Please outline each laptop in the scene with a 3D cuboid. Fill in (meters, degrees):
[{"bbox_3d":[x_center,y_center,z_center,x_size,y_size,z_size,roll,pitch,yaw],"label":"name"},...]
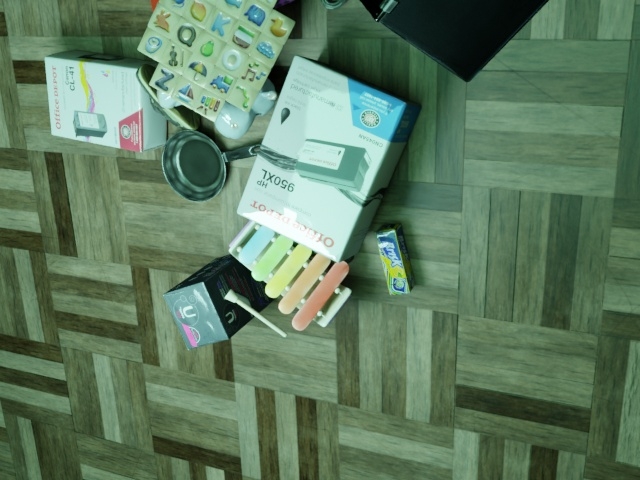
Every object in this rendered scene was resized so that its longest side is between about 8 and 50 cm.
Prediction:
[{"bbox_3d":[0.266,-0.617,1.544,0.382,0.236,0.408,-46,67,30],"label":"laptop"}]

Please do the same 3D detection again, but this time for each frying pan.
[{"bbox_3d":[-0.290,-0.234,1.969,0.326,0.053,0.197,-36,93,29],"label":"frying pan"}]

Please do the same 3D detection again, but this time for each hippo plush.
[{"bbox_3d":[-0.229,-0.381,1.830,0.236,0.234,0.294,42,79,-15],"label":"hippo plush"}]

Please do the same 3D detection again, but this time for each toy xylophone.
[{"bbox_3d":[-0.091,0.102,1.849,0.322,0.081,0.236,31,84,-4],"label":"toy xylophone"}]

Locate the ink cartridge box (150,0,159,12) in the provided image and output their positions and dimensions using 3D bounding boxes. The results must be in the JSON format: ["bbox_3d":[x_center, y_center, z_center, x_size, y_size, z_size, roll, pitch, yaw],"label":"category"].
[{"bbox_3d":[-0.354,-0.599,1.743,0.232,0.066,0.189,-37,57,35],"label":"ink cartridge box"}]

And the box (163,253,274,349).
[{"bbox_3d":[-0.260,0.148,1.971,0.143,0.270,0.165,-18,101,29],"label":"box"}]

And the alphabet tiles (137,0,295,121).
[{"bbox_3d":[-0.231,-0.452,1.646,0.285,0.011,0.343,29,107,-4],"label":"alphabet tiles"}]

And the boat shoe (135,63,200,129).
[{"bbox_3d":[-0.400,-0.357,1.909,0.073,0.080,0.223,-10,144,32],"label":"boat shoe"}]

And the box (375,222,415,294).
[{"bbox_3d":[0.186,0.046,1.849,0.054,0.059,0.169,-9,105,25],"label":"box"}]

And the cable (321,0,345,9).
[{"bbox_3d":[0.075,-0.657,1.654,0.139,0.072,0.287,9,126,3],"label":"cable"}]

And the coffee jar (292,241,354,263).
[{"bbox_3d":[0.000,0.000,1.906,0.184,0.079,0.096,13,115,21],"label":"coffee jar"}]

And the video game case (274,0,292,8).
[{"bbox_3d":[-0.184,-0.592,1.697,0.232,0.042,0.210,-18,66,14],"label":"video game case"}]

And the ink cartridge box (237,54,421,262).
[{"bbox_3d":[0.017,-0.187,1.735,0.285,0.166,0.395,26,105,14],"label":"ink cartridge box"}]

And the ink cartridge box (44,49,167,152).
[{"bbox_3d":[-0.570,-0.375,2.000,0.306,0.131,0.226,11,114,19],"label":"ink cartridge box"}]
